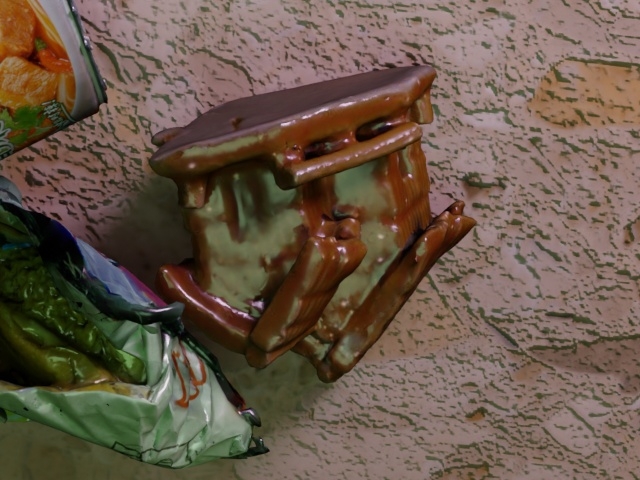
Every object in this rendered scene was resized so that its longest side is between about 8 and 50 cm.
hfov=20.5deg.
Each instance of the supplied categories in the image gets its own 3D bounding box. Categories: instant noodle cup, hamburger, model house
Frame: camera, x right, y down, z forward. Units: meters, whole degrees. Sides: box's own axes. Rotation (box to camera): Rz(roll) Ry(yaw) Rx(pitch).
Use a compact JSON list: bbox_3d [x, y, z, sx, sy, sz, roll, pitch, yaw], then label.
[{"bbox_3d":[-0.284,-0.162,1.215,0.214,0.296,0.296,-22,111,-6],"label":"instant noodle cup"},{"bbox_3d":[-0.190,0.090,1.311,0.150,0.260,0.276,-49,138,-16],"label":"hamburger"},{"bbox_3d":[0.000,-0.002,1.334,0.219,0.199,0.229,-10,108,13],"label":"model house"}]
